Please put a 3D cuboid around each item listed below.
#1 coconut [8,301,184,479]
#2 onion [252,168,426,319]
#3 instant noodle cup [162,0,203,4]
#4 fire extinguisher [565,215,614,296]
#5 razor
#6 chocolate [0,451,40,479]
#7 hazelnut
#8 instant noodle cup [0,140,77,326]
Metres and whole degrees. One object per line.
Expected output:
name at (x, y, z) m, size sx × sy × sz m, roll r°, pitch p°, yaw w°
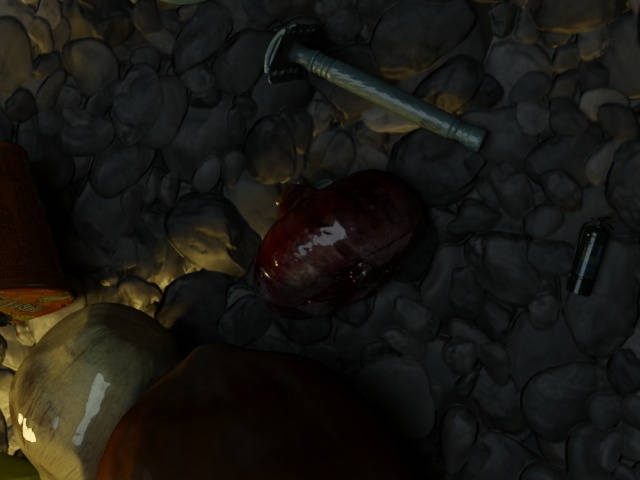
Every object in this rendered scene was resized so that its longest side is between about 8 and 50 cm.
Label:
coconut at (-0.243, 0.184, 1.531) m, size 0.224 × 0.224 × 0.224 m, roll 2°, pitch 95°, yaw 25°
onion at (0.000, 0.000, 1.459) m, size 0.206 × 0.098 × 0.151 m, roll -46°, pitch 76°, yaw 22°
instant noodle cup at (-0.191, -0.361, 1.449) m, size 0.215 × 0.236 × 0.215 m, roll 1°, pitch 94°, yaw 23°
fire extinguisher at (0.262, 0.011, 1.374) m, size 0.038 × 0.025 × 0.083 m, roll 29°, pitch 107°, yaw 45°
razor at (0.064, -0.152, 1.435) m, size 0.232 × 0.106 × 0.068 m, roll 26°, pitch 106°, yaw 10°
chocolate at (-0.310, 0.431, 1.617) m, size 0.288 × 0.137 × 0.301 m, roll 15°, pitch 100°, yaw 24°
hazelnut at (-0.069, 0.291, 1.378) m, size 0.366 × 0.366 × 0.366 m, roll 2°, pitch 95°, yaw 25°
instant noodle cup at (-0.405, -0.003, 1.595) m, size 0.230 × 0.230 × 0.182 m, roll -17°, pitch 78°, yaw 26°
